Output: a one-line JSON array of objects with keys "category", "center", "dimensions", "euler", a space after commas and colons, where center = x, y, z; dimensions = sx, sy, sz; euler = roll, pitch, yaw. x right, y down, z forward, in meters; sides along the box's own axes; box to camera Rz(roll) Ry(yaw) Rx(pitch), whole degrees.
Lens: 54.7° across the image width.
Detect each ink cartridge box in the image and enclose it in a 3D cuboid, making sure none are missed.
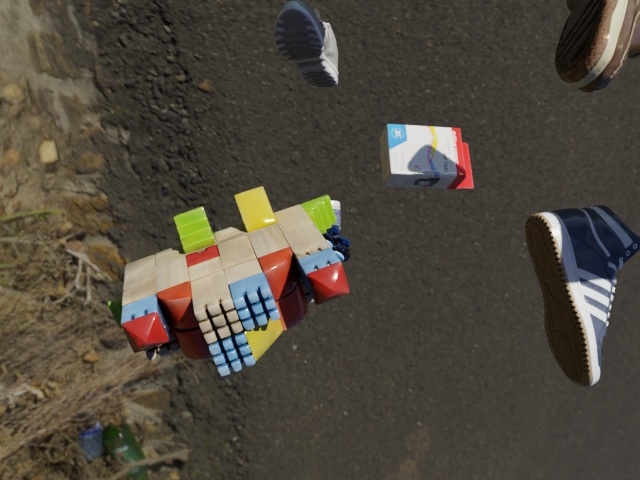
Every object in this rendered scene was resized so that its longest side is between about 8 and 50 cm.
[{"category": "ink cartridge box", "center": [0.265, -0.199, 1.485], "dimensions": [0.231, 0.134, 0.078], "euler": [1, 160, -10]}]

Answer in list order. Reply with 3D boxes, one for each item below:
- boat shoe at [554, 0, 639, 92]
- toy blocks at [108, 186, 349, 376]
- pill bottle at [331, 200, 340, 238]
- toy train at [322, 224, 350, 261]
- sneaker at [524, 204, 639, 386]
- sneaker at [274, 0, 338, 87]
[{"category": "boat shoe", "center": [0.324, -0.236, 0.668], "dimensions": [0.257, 0.095, 0.095], "euler": [-64, -175, -38]}, {"category": "toy blocks", "center": [-0.123, 0.075, 0.872], "dimensions": [0.382, 0.261, 0.190], "euler": [-20, 115, -7]}, {"category": "pill bottle", "center": [0.027, -0.057, 1.865], "dimensions": [0.067, 0.067, 0.120], "euler": [4, 81, -37]}, {"category": "toy train", "center": [0.000, 0.000, 1.691], "dimensions": [0.184, 0.105, 0.080], "euler": [43, 52, -24]}, {"category": "sneaker", "center": [0.433, 0.079, 0.980], "dimensions": [0.153, 0.099, 0.282], "euler": [-14, 91, -16]}, {"category": "sneaker", "center": [-0.027, -0.445, 1.353], "dimensions": [0.281, 0.105, 0.115], "euler": [47, 48, -71]}]
